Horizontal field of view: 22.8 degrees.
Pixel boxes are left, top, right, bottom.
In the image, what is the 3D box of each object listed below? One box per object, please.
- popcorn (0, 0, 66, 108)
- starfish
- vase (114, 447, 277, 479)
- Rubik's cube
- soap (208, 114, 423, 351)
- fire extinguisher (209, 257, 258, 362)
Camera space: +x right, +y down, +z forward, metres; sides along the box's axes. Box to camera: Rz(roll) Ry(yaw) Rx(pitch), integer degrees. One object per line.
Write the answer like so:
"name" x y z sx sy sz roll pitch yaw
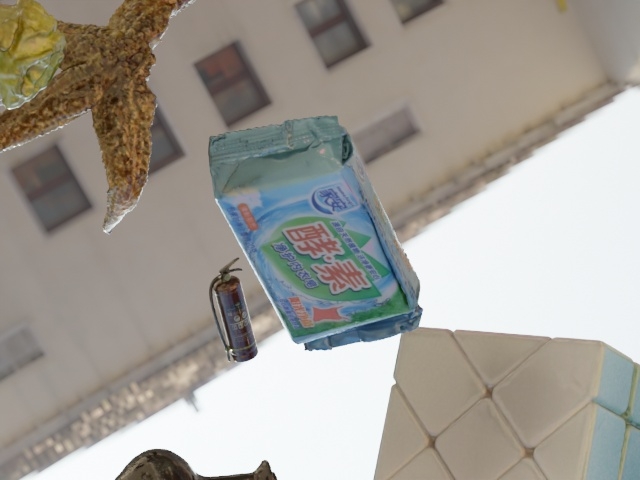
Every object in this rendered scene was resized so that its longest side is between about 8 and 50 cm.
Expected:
"popcorn" -0.385 -0.234 1.956 0.145 0.126 0.126 -34 -157 43
"starfish" -0.315 -0.217 2.168 0.383 0.398 0.132 -1 164 4
"vase" -0.137 0.288 1.780 0.183 0.120 0.120 -6 -169 -14
"Rubik's cube" 0.286 0.311 2.157 0.318 0.316 0.322 2 -105 35
"soap" 0.000 0.000 1.668 0.156 0.293 0.077 -15 -139 16
"fire extinguisher" -0.130 0.105 2.354 0.064 0.158 0.043 -25 -151 -21
